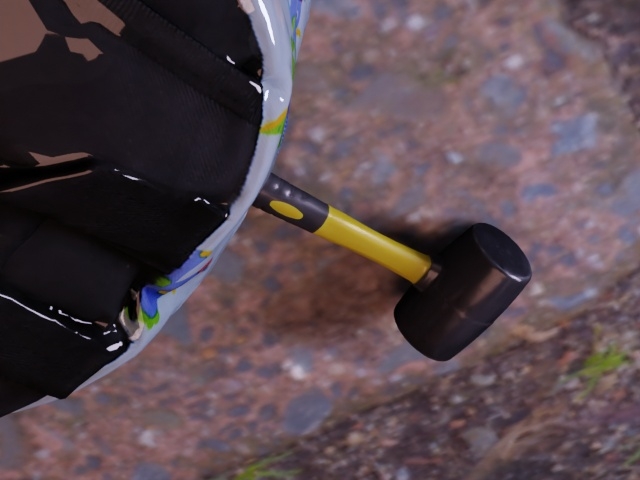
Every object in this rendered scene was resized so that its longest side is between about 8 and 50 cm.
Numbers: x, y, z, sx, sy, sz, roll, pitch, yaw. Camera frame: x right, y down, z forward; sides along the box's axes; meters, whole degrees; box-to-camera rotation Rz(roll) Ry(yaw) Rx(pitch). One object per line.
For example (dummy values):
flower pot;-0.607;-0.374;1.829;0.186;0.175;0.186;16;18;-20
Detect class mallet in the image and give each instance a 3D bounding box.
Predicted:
mallet;0.000;0.000;0.760;0.190;0.039;0.062;20;123;-23

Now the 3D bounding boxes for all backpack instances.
backpack;-0.160;-0.111;0.481;0.355;0.273;0.290;43;111;-7
